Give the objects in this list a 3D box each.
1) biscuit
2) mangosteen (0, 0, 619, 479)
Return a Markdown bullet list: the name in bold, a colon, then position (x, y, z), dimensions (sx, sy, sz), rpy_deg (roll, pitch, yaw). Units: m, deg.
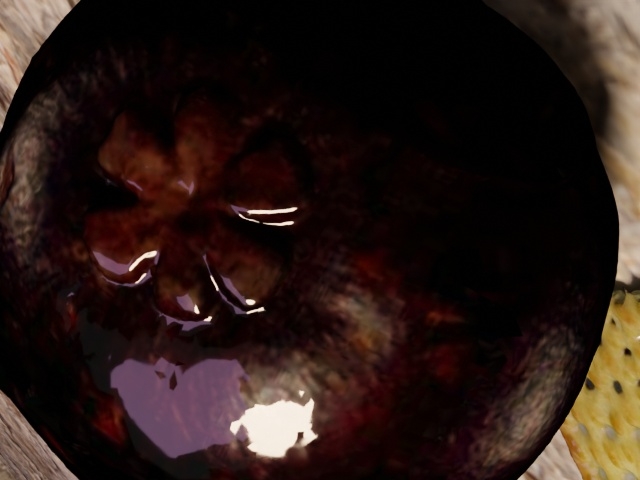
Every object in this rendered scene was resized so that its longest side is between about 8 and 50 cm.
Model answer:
- **biscuit**: position (0.184, 0.080, 0.560), dimensions (0.231, 0.016, 0.139), rpy_deg (-10, 107, 61)
- **mangosteen**: position (0.000, -0.003, 0.529), dimensions (0.288, 0.288, 0.233), rpy_deg (36, 123, 21)
